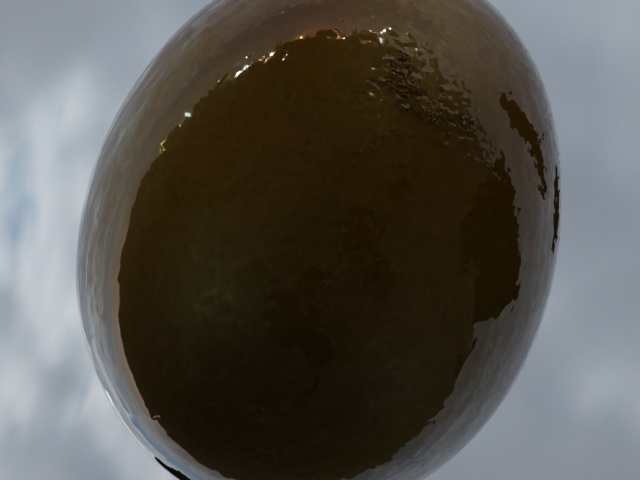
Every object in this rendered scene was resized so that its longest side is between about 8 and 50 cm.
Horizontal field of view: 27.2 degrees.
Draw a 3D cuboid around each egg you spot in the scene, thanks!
[{"bbox_3d":[0.000,0.000,0.792,0.283,0.282,0.351,24,-64,0],"label":"egg"}]
